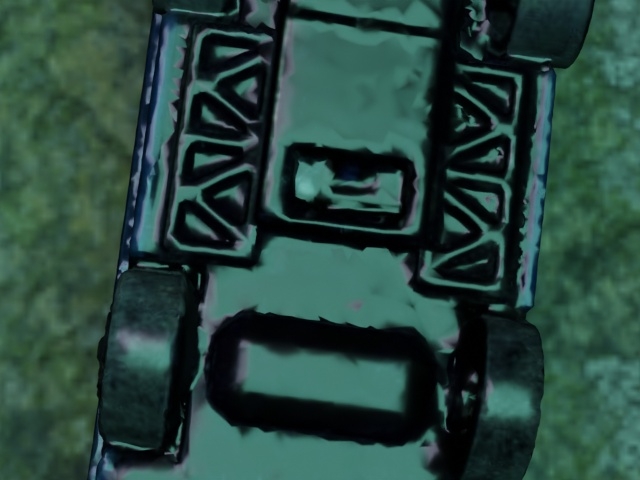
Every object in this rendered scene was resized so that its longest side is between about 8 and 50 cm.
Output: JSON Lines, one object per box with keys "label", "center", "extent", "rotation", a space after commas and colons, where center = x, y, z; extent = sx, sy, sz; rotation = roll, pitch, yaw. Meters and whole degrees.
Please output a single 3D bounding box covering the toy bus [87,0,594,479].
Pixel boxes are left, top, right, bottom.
{"label": "toy bus", "center": [0.000, 0.000, 0.610], "extent": [0.138, 0.175, 0.287], "rotation": [8, 81, -4]}
